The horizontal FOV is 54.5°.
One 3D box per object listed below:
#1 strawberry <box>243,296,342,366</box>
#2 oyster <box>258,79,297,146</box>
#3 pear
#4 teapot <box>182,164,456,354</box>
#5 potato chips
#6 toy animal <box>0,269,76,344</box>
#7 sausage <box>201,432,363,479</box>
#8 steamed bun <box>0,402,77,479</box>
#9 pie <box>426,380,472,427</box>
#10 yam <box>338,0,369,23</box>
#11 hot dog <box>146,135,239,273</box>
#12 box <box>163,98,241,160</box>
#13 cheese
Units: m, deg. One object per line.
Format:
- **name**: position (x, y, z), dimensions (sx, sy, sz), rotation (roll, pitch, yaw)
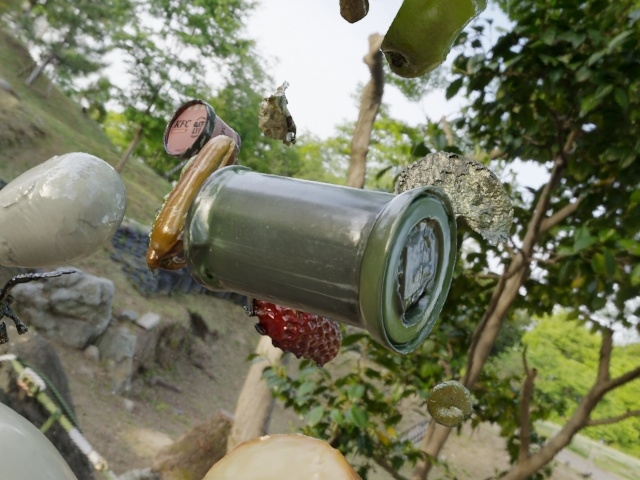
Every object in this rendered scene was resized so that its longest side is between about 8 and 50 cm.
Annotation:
- **strawberry**: position (-0.042, 0.167, 1.444), dimensions (0.280, 0.150, 0.253), rotation (47, 12, -2)
- **oyster**: position (-0.085, -0.242, 1.222), dimensions (0.072, 0.132, 0.209), rotation (-5, 25, -2)
- **pear**: position (0.255, -0.493, 1.430), dimensions (0.159, 0.292, 0.292), rotation (35, -5, 0)
- **teapot**: position (0.000, 0.000, 0.835), dimensions (0.337, 0.200, 0.271), rotation (12, 21, 32)
- **potato chips**: position (0.234, -0.062, 1.115), dimensions (0.220, 0.201, 0.029), rotation (9, -12, 17)
- **toy animal**: position (-0.392, 0.079, 0.735), dimensions (0.108, 0.220, 0.062), rotation (84, -18, -66)
- **sausage**: position (-0.002, 0.385, 0.684), dimensions (0.233, 0.233, 0.287), rotation (18, -33, 56)
- **steamed bun**: position (-0.257, 0.271, 0.365), dimensions (0.242, 0.373, 0.374), rotation (14, -2, -13)
- **pie**: position (0.233, 0.294, 1.121), dimensions (0.085, 0.084, 0.020), rotation (25, -7, 5)
- **yam**: position (0.039, -0.598, 1.206), dimensions (0.081, 0.081, 0.356), rotation (22, -33, 32)
- **hot dog**: position (-0.265, -0.078, 1.268), dimensions (0.100, 0.337, 0.135), rotation (22, -32, 4)
- **box**: position (-0.280, -0.242, 1.500), dimensions (0.151, 0.151, 0.135), rotation (21, -9, 43)
- **cheese**: position (-0.397, -0.047, 0.963), dimensions (0.154, 0.189, 0.198), rotation (56, 21, -25)
